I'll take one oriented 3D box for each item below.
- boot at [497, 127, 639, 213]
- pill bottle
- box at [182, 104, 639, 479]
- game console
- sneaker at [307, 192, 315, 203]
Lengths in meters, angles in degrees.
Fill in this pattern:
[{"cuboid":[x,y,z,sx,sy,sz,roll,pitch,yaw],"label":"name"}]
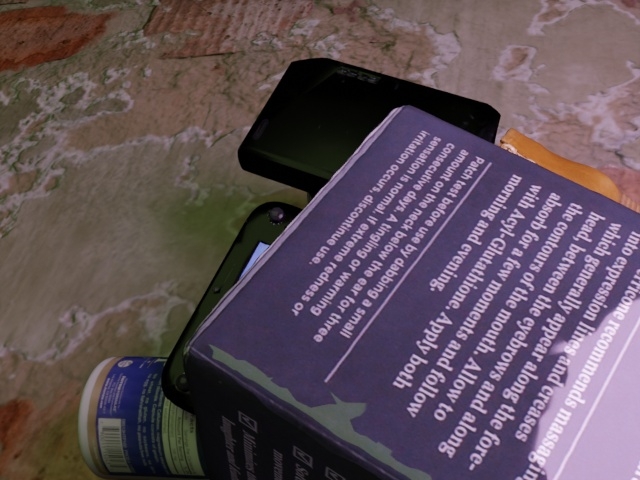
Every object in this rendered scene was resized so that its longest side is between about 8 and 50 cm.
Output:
[{"cuboid":[0.196,0.022,0.771,0.211,0.104,0.295,31,45,7],"label":"boot"},{"cuboid":[-0.107,0.159,0.764,0.187,0.112,0.112,-1,46,14],"label":"pill bottle"},{"cuboid":[0.149,0.158,0.497,0.396,0.293,0.212,29,57,19],"label":"box"},{"cuboid":[0.000,0.000,0.744,0.213,0.044,0.361,19,66,19],"label":"game console"},{"cuboid":[0.066,0.044,0.823,0.145,0.147,0.384,-7,62,5],"label":"sneaker"}]
